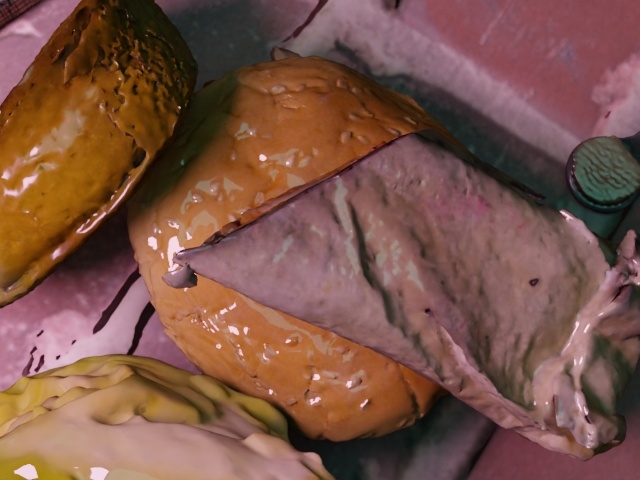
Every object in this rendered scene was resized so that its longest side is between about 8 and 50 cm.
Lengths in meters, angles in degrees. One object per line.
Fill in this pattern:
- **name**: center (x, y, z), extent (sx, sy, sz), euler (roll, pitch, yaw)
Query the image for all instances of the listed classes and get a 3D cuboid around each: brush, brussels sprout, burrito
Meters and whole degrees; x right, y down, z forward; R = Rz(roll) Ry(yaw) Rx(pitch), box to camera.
- **brush**: center (0.305, -0.109, 1.336), extent (0.266, 0.027, 0.062), euler (-34, 82, -12)
- **brussels sprout**: center (-0.146, 0.219, 1.085), extent (0.344, 0.268, 0.344), euler (-6, 76, 22)
- **burrito**: center (0.079, 0.018, 1.113), extent (0.348, 0.107, 0.175), euler (23, 62, -14)

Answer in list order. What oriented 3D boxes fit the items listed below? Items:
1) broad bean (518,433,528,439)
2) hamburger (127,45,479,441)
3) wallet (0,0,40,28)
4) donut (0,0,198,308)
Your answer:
- **broad bean**: center (0.176, 0.120, 1.261), extent (0.083, 0.045, 0.063), euler (-13, 76, 0)
- **hamburger**: center (0.000, 0.001, 1.227), extent (0.283, 0.144, 0.259), euler (34, 76, 6)
- **wallet**: center (-0.334, -0.168, 1.292), extent (0.230, 0.042, 0.124), euler (-40, 85, -12)
- **donut**: center (-0.186, -0.062, 1.177), extent (0.107, 0.272, 0.272), euler (41, 76, -12)
